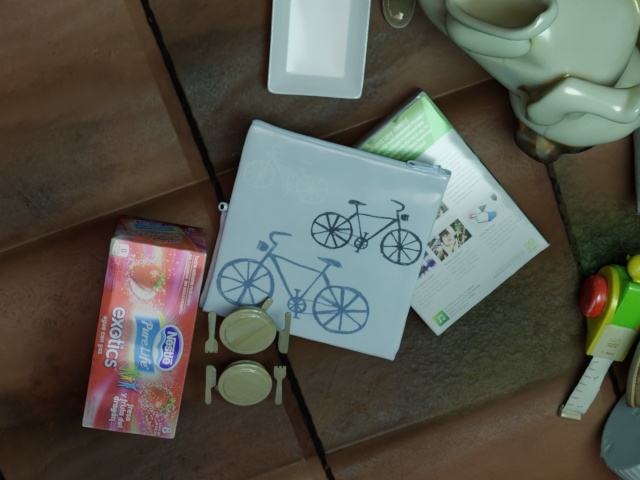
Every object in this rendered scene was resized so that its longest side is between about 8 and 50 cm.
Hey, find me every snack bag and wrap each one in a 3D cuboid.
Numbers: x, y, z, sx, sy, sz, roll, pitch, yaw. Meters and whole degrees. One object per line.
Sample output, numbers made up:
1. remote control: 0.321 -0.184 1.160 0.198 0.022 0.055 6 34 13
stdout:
1. snack bag: 0.000 0.000 1.772 0.323 0.037 0.342 15 114 0

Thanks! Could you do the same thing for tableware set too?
1. tableware set: -0.117 0.176 1.825 0.128 0.039 0.194 2 124 -7

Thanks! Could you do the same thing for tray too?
1. tray: 0.000 -0.349 1.725 0.145 0.030 0.270 3 105 -7

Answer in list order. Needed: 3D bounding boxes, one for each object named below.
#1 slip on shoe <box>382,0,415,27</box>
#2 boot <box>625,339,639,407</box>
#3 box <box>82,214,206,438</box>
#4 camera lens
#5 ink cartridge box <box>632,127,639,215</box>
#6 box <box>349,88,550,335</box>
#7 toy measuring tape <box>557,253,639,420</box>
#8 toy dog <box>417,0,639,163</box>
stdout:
1. slip on shoe: 0.122 -0.381 1.721 0.052 0.041 0.135 9 104 -8
2. boot: 0.559 0.143 1.781 0.115 0.112 0.305 27 115 20
3. box: -0.265 0.129 1.768 0.142 0.154 0.299 9 103 -8
4. camera lens: 0.620 0.358 1.876 0.274 0.219 0.219 36 99 -13
5. ink cartridge box: 0.637 -0.151 1.756 0.306 0.131 0.226 0 84 -6
6. box: 0.168 -0.042 1.812 0.232 0.058 0.322 -40 106 6
7. toy measuring tape: 0.456 0.144 1.883 0.121 0.121 0.330 12 126 -8
8. toy dog: 0.309 -0.271 1.613 0.408 0.395 0.284 44 63 -42
